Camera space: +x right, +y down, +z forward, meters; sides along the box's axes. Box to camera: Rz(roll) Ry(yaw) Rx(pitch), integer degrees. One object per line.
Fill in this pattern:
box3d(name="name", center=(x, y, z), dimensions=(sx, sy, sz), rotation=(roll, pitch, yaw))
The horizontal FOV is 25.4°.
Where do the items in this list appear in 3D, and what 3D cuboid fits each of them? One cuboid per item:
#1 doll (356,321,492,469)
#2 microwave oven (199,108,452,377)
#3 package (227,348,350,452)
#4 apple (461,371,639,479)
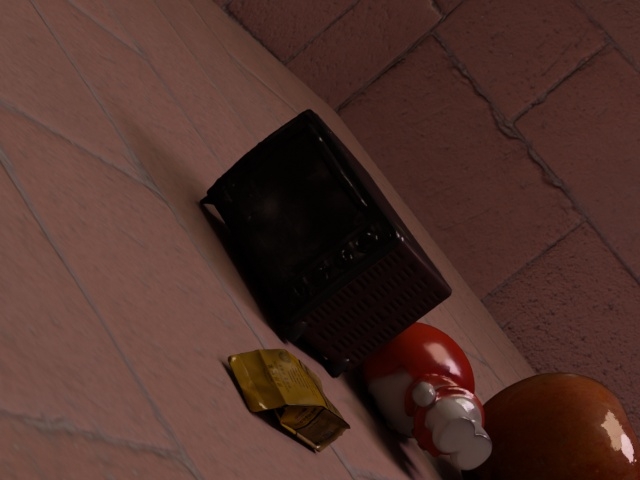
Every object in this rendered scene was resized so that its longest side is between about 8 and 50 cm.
box3d(name="doll", center=(0.121, 0.171, 1.745), dimensions=(0.161, 0.130, 0.290), rotation=(43, 5, -32))
box3d(name="microwave oven", center=(0.002, -0.001, 1.672), dimensions=(0.188, 0.178, 0.247), rotation=(40, 13, -53))
box3d(name="package", center=(-0.027, 0.144, 1.331), dimensions=(0.131, 0.047, 0.071), rotation=(44, 14, -51))
box3d(name="apple", center=(0.296, 0.297, 1.820), dimensions=(0.253, 0.253, 0.253), rotation=(49, 8, -10))
